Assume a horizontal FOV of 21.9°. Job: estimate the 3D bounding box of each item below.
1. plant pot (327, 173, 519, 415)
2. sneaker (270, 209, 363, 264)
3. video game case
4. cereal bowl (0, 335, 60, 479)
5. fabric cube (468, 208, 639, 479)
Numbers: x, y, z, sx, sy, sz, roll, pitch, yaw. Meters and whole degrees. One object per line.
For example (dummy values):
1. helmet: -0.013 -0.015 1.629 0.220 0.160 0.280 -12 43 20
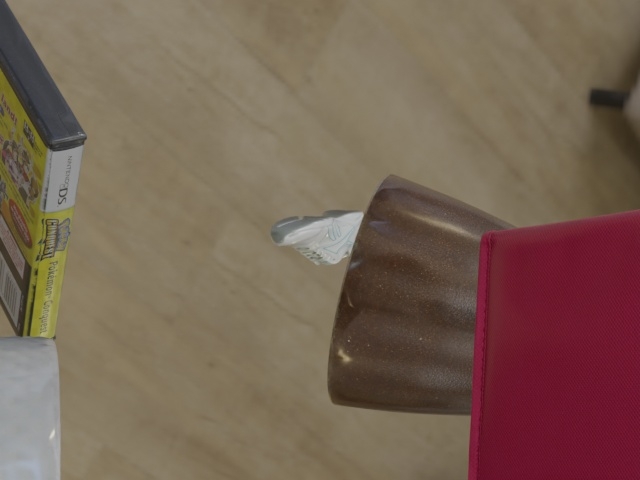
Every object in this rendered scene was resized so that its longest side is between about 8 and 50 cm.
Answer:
1. plant pot: 0.147 0.072 1.475 0.215 0.230 0.215 14 90 -78
2. sneaker: 0.000 0.000 1.849 0.152 0.054 0.061 -8 100 -53
3. video game case: -0.282 -0.087 1.426 0.035 0.275 0.248 -14 142 -28
4. cereal bowl: -0.233 0.222 0.995 0.141 0.339 0.339 3 98 -12
5. fabric cube: 0.249 0.119 0.824 0.259 0.258 0.254 6 81 -28
